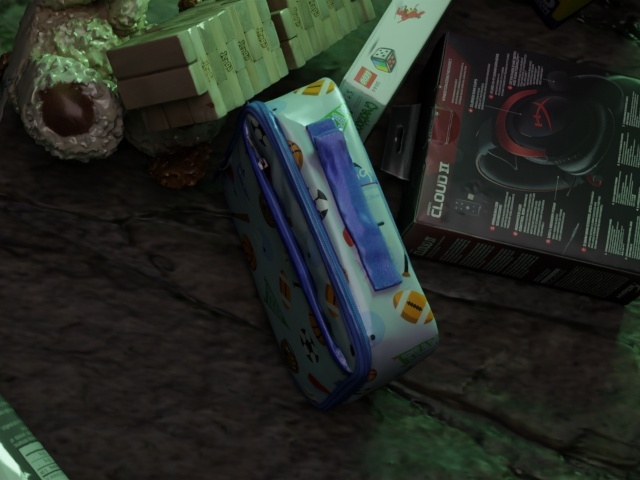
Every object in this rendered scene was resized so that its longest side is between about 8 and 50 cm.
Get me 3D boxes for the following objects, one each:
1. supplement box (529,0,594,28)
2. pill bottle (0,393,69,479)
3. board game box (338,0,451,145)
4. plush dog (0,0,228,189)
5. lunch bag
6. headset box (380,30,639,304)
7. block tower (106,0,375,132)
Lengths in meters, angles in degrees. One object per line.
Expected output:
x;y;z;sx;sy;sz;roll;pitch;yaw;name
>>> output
0.300;-0.405;1.839;0.195;0.356;0.194;-35;82;-19;supplement box
-0.320;0.242;1.618;0.176;0.176;0.318;-37;83;-19;pill bottle
0.098;-0.232;1.835;0.053;0.193;0.305;31;71;0;board game box
-0.193;-0.161;1.784;0.225;0.211;0.262;20;66;-25;plush dog
0.000;0.000;1.718;0.115;0.243;0.303;-21;79;-16;lunch bag
0.211;-0.077;1.851;0.293;0.110;0.218;12;71;-7;headset box
-0.070;-0.203;1.754;0.335;0.097;0.091;-38;115;-51;block tower
